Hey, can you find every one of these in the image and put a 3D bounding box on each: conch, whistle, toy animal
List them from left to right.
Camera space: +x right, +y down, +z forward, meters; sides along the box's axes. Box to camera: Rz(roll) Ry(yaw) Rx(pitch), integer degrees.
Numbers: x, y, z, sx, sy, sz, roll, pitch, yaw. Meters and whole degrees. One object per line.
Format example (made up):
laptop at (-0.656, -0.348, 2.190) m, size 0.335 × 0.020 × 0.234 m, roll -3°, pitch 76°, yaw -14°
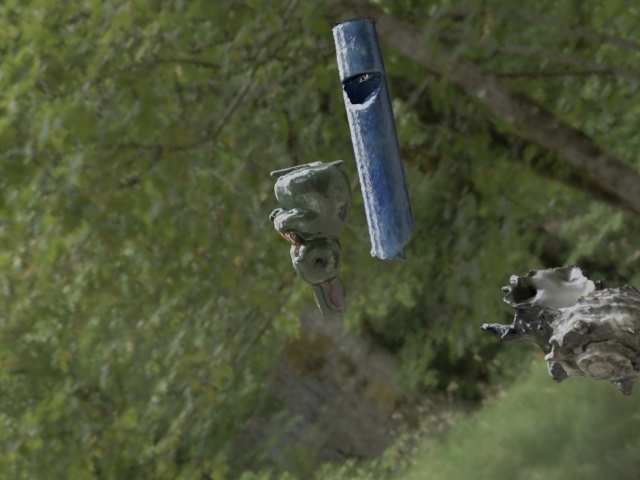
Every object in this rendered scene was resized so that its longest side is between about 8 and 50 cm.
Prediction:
toy animal at (-0.005, -0.004, 1.707) m, size 0.138 × 0.236 × 0.108 m, roll -13°, pitch -6°, yaw 26°
whistle at (0.069, -0.125, 1.427) m, size 0.062 × 0.304 × 0.062 m, roll -10°, pitch -7°, yaw -1°
conch at (0.404, 0.138, 1.746) m, size 0.240 × 0.313 × 0.186 m, roll 24°, pitch -89°, yaw -57°
